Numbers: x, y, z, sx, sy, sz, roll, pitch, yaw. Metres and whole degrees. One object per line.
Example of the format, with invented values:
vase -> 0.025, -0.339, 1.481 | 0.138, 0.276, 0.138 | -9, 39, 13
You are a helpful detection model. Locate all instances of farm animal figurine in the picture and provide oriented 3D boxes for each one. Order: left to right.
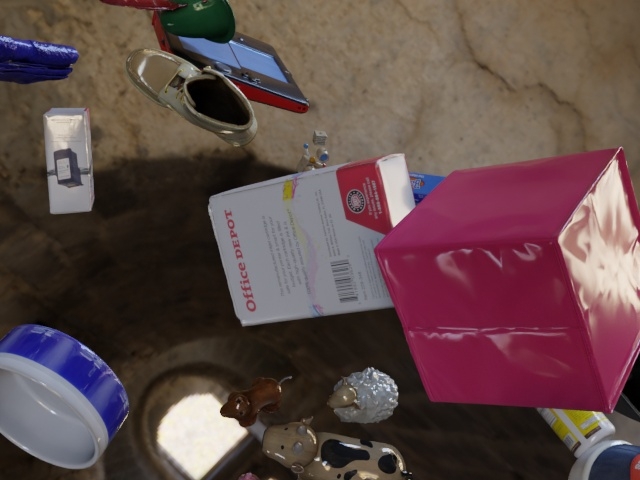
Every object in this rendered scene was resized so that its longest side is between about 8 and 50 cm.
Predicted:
farm animal figurine -> -0.015, 0.345, 1.238 | 0.327, 0.330, 0.172 | 1, -25, -17

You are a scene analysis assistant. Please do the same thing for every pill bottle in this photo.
pill bottle -> 0.597, 0.409, 2.035 | 0.117, 0.215, 0.117 | -26, -32, -18

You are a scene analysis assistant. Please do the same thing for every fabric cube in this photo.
fabric cube -> 0.274, 0.052, 1.133 | 0.258, 0.259, 0.254 | -5, 25, 39

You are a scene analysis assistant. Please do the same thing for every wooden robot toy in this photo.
wooden robot toy -> -0.017, -0.175, 2.053 | 0.173, 0.076, 0.079 | -60, 26, 23

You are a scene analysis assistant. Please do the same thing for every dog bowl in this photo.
dog bowl -> -0.475, 0.276, 1.481 | 0.265, 0.265, 0.104 | -47, 8, 45

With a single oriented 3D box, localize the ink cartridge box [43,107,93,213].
ink cartridge box -> -0.612, -0.197, 2.059 | 0.100, 0.237, 0.172 | -2, 15, -11

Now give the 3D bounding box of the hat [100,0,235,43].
hat -> -0.315, -0.455, 1.785 | 0.183, 0.208, 0.173 | -46, -30, -30

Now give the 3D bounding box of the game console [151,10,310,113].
game console -> -0.219, -0.437, 2.003 | 0.060, 0.342, 0.386 | -66, 28, 26

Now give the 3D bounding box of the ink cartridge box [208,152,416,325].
ink cartridge box -> 0.000, 0.000, 1.347 | 0.306, 0.226, 0.131 | -8, 9, 29

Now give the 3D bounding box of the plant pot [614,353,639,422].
plant pot -> 0.470, 0.159, 1.356 | 0.187, 0.188, 0.167 | -46, 10, -17

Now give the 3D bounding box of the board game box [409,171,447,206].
board game box -> 0.154, -0.034, 1.443 | 0.047, 0.160, 0.210 | -65, -29, -30

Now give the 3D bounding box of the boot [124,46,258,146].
boot -> -0.180, -0.208, 1.156 | 0.077, 0.213, 0.165 | -57, 4, -1

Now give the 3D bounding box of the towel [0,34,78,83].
towel -> -0.660, -0.345, 1.640 | 0.228, 0.076, 0.308 | -2, 3, 35

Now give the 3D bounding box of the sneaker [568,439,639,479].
sneaker -> 0.369, 0.369, 0.827 | 0.131, 0.350, 0.148 | -26, 3, -26
